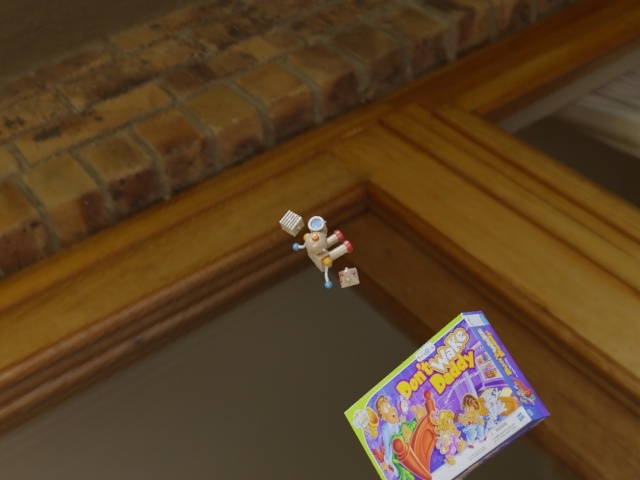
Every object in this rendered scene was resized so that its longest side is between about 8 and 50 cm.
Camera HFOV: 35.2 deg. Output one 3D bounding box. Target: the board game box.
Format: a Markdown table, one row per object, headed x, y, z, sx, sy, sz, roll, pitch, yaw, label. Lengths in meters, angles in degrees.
| x | y | z | sx | sy | sz | roll | pitch | yaw | label |
| --- | --- | --- | --- | --- | --- | --- | --- | --- | --- |
| 0.230 | 0.330 | 1.914 | 0.078 | 0.233 | 0.347 | 1 | -39 | -51 | board game box |

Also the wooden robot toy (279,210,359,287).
| x | y | z | sx | sy | sz | roll | pitch | yaw | label |
| --- | --- | --- | --- | --- | --- | --- | --- | --- | --- |
| 0.000 | 0.000 | 1.620 | 0.076 | 0.173 | 0.079 | -37 | -29 | -8 | wooden robot toy |
